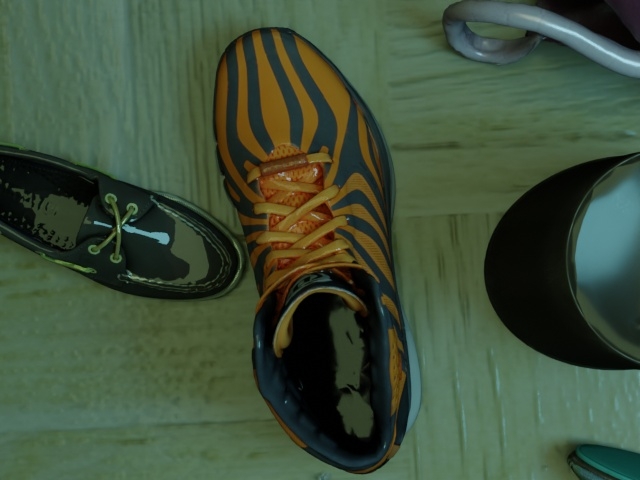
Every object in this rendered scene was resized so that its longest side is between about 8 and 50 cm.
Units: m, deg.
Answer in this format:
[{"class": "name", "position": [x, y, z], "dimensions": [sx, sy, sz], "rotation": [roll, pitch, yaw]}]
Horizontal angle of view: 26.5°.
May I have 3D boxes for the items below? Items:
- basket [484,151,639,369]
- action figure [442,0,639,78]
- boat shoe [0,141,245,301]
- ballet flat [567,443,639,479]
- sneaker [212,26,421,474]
[{"class": "basket", "position": [0.212, 0.013, 0.866], "dimensions": [0.204, 0.227, 0.154], "rotation": [-7, 88, 4]}, {"class": "action figure", "position": [0.292, -0.123, 0.854], "dimensions": [0.276, 0.248, 0.370], "rotation": [-45, 83, 3]}, {"class": "boat shoe", "position": [-0.166, -0.011, 0.978], "dimensions": [0.227, 0.068, 0.081], "rotation": [19, 90, 5]}, {"class": "ballet flat", "position": [0.260, 0.192, 0.942], "dimensions": [0.188, 0.070, 0.070], "rotation": [12, 90, 9]}, {"class": "sneaker", "position": [0.000, 0.000, 0.908], "dimensions": [0.124, 0.180, 0.321], "rotation": [-18, 87, 4]}]
